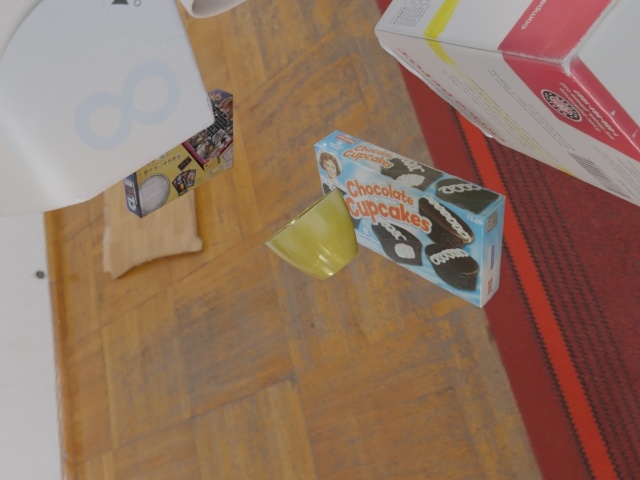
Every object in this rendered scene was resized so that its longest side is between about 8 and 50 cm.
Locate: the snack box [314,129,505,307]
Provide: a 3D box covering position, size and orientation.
[{"bbox_3d":[0.133,-0.041,0.937,0.321,0.187,0.060,29,56,37],"label":"snack box"}]

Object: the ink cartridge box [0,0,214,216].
[{"bbox_3d":[-0.280,-0.112,0.397,0.385,0.308,0.091,-38,61,-18],"label":"ink cartridge box"}]

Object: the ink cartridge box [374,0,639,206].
[{"bbox_3d":[0.264,-0.194,0.644,0.160,0.279,0.385,-54,28,8],"label":"ink cartridge box"}]

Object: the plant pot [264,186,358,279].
[{"bbox_3d":[0.000,0.000,0.865,0.134,0.134,0.095,-35,96,30],"label":"plant pot"}]

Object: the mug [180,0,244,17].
[{"bbox_3d":[-0.201,-0.506,0.798,0.328,0.374,0.276,55,152,-9],"label":"mug"}]

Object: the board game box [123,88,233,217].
[{"bbox_3d":[-0.261,-0.167,1.107,0.042,0.243,0.165,29,134,24],"label":"board game box"}]
